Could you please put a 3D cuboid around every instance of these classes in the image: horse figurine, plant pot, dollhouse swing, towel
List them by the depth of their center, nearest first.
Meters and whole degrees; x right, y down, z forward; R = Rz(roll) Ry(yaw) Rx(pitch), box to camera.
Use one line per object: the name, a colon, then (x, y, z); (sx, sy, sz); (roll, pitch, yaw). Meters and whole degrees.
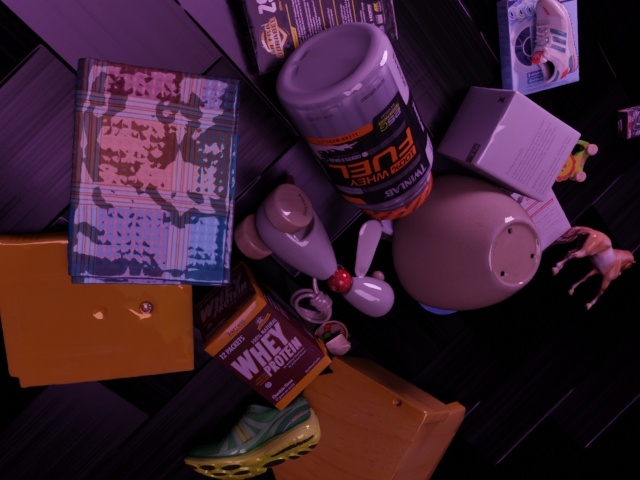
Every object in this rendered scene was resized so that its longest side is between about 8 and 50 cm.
towel: (-0.277, -0.103, 0.963); (0.272, 0.040, 0.369); (3, 97, -19)
plant pot: (0.309, 0.014, 1.108); (0.284, 0.191, 0.283); (-4, 98, -27)
dollhouse swing: (0.117, 0.452, 1.299); (0.315, 0.305, 0.346); (29, 100, 18)
horse figurine: (0.631, 0.045, 1.328); (0.263, 0.066, 0.174); (39, 98, -27)

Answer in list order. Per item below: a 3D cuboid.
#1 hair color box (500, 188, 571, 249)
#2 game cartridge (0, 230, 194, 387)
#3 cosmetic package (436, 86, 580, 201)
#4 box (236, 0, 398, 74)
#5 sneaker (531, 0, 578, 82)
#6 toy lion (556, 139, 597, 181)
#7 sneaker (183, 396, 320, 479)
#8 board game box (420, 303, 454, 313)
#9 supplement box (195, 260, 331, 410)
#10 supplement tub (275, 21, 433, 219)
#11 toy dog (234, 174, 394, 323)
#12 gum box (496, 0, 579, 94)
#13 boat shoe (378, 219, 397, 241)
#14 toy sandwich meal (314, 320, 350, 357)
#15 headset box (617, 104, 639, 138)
hair color box: (0.467, -0.068, 1.243); (0.093, 0.053, 0.167); (-38, 116, -1)
game cartridge: (-0.396, 0.119, 1.030); (0.324, 0.052, 0.285); (-2, 108, -15)
cosmetic package: (0.363, -0.190, 1.113); (0.184, 0.151, 0.151); (24, 98, -24)
box: (-0.024, -0.463, 0.938); (0.257, 0.079, 0.321); (-17, 112, -10)
sneaker: (0.433, -0.375, 1.079); (0.075, 0.057, 0.161); (-35, 118, -11)
toy lion: (0.542, -0.175, 1.246); (0.096, 0.034, 0.100); (17, 102, -14)
sneaker: (-0.140, 0.411, 1.182); (0.296, 0.123, 0.109); (-21, 134, 8)
board game box: (0.267, 0.076, 1.238); (0.133, 0.033, 0.168); (-1, 101, -17)
supplement box: (-0.112, 0.171, 1.057); (0.129, 0.191, 0.194); (-44, 114, 0)
supplement tub: (0.075, -0.186, 0.967); (0.194, 0.193, 0.316); (-40, 135, -2)
toy dog: (0.000, 0.000, 1.056); (0.220, 0.160, 0.333); (-9, 135, 32)
gum box: (0.433, -0.393, 1.129); (0.157, 0.041, 0.184); (-17, 113, -12)
boat shoe: (0.168, -0.013, 1.172); (0.142, 0.049, 0.040); (19, 137, -30)
toy sandwich meal: (0.026, 0.210, 1.204); (0.086, 0.029, 0.085); (-6, 109, -16)
headset box: (0.698, -0.264, 1.263); (0.083, 0.032, 0.062); (-16, 111, -11)
